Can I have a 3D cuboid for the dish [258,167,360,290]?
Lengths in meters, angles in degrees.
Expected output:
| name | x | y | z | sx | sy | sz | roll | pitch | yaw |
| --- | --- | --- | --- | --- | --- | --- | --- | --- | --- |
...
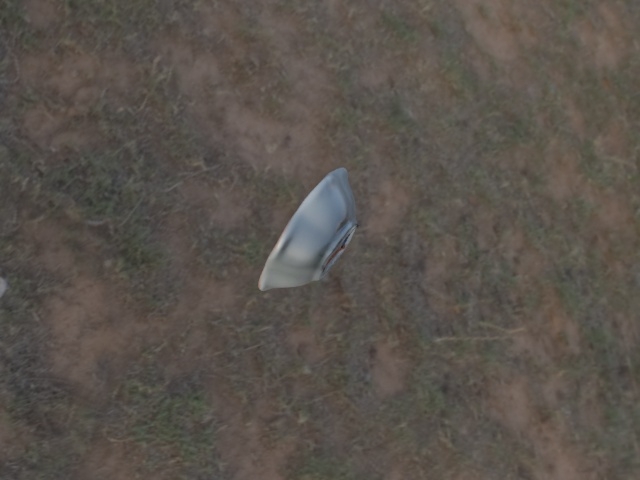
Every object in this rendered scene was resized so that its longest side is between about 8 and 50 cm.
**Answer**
| name | x | y | z | sx | sy | sz | roll | pitch | yaw |
| --- | --- | --- | --- | --- | --- | --- | --- | --- | --- |
| dish | 0.000 | 0.000 | 1.305 | 0.081 | 0.229 | 0.229 | 34 | 52 | 7 |
